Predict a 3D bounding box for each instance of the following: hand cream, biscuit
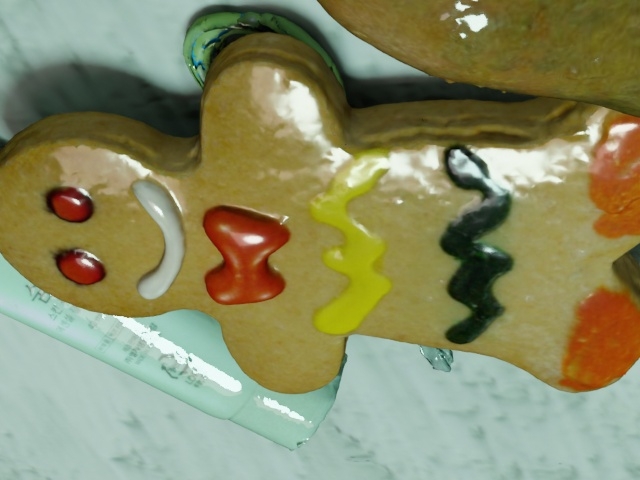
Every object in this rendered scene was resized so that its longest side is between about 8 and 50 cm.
[{"bbox_3d":[-0.087,0.021,0.671,0.205,0.050,0.078,29,122,-15],"label":"hand cream"},{"bbox_3d":[0.000,0.000,0.594,0.250,0.036,0.165,4,134,5],"label":"biscuit"}]

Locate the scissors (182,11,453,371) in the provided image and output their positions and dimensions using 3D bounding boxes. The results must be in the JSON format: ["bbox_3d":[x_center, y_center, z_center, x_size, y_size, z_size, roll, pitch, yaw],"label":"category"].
[{"bbox_3d":[0.000,-0.007,0.627,0.187,0.020,0.133,35,135,-25],"label":"scissors"}]

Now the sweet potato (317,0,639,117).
[{"bbox_3d":[0.124,-0.071,0.449,0.291,0.097,0.097,10,144,-6],"label":"sweet potato"}]
